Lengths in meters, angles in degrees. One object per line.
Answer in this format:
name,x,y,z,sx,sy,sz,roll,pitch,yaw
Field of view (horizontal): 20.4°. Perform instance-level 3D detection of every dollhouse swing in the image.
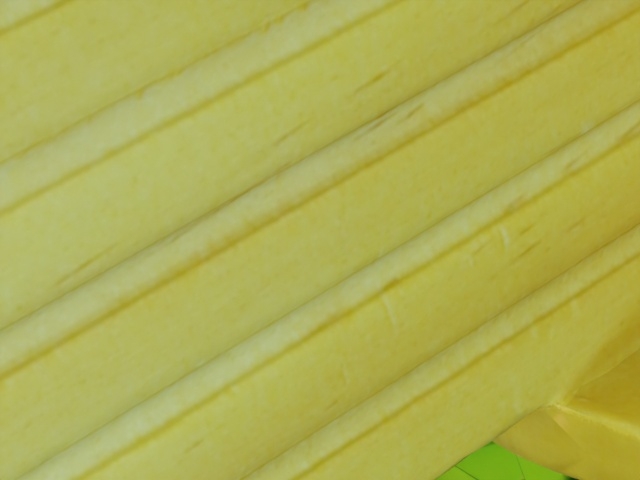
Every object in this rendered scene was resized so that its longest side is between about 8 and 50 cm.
dollhouse swing,0.073,-0.034,0.356,0.315,0.305,0.347,16,133,37

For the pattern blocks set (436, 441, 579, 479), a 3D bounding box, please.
pattern blocks set,0.000,0.000,0.687,0.325,0.026,0.285,-15,119,50
